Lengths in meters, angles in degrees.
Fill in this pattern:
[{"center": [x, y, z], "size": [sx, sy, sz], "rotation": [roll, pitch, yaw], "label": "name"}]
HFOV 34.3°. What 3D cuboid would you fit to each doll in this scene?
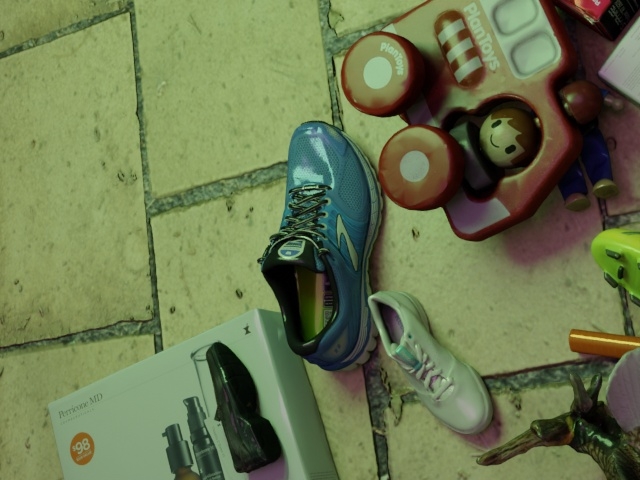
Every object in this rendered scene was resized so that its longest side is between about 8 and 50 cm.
[{"center": [0.305, -0.135, 1.247], "size": [0.129, 0.046, 0.189], "rotation": [-28, 63, 32], "label": "doll"}]

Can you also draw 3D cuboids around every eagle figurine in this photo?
[{"center": [0.354, 0.283, 1.081], "size": [0.226, 0.225, 0.298], "rotation": [-43, 54, 4], "label": "eagle figurine"}]

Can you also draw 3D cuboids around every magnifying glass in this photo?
[{"center": [0.389, 0.125, 1.154], "size": [0.231, 0.026, 0.092], "rotation": [4, 125, 35], "label": "magnifying glass"}]

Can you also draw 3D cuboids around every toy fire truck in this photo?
[{"center": [0.189, -0.167, 1.227], "size": [0.254, 0.169, 0.302], "rotation": [-29, 74, 28], "label": "toy fire truck"}]

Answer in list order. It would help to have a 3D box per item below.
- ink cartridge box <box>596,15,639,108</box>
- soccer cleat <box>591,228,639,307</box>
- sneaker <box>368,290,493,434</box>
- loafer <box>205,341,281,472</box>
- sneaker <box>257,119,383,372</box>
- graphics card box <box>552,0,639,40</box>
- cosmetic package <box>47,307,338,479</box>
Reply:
[{"center": [0.437, -0.199, 1.202], "size": [0.179, 0.045, 0.145], "rotation": [38, 100, 9], "label": "ink cartridge box"}, {"center": [0.444, 0.031, 1.138], "size": [0.289, 0.093, 0.121], "rotation": [16, 60, 34], "label": "soccer cleat"}, {"center": [0.123, 0.150, 1.271], "size": [0.080, 0.094, 0.212], "rotation": [-44, 65, 14], "label": "sneaker"}, {"center": [-0.112, 0.210, 1.303], "size": [0.061, 0.062, 0.170], "rotation": [-34, 66, 23], "label": "loafer"}, {"center": [0.000, 0.000, 1.332], "size": [0.130, 0.147, 0.329], "rotation": [-11, 76, 26], "label": "sneaker"}, {"center": [0.367, -0.453, 1.238], "size": [0.233, 0.094, 0.371], "rotation": [42, 103, 27], "label": "graphics card box"}, {"center": [-0.177, 0.293, 1.411], "size": [0.377, 0.097, 0.284], "rotation": [-26, 68, 22], "label": "cosmetic package"}]
